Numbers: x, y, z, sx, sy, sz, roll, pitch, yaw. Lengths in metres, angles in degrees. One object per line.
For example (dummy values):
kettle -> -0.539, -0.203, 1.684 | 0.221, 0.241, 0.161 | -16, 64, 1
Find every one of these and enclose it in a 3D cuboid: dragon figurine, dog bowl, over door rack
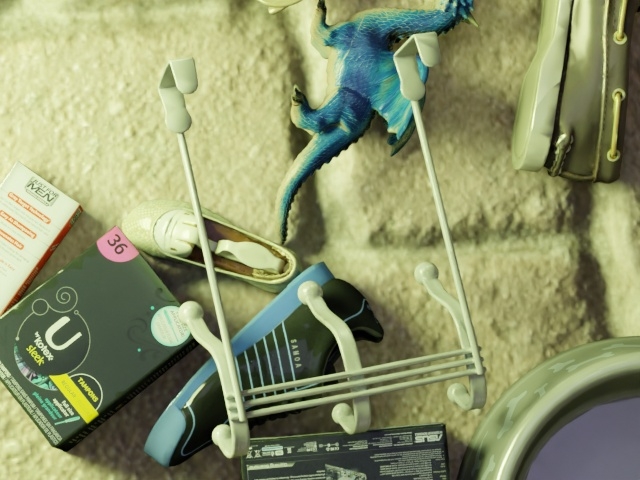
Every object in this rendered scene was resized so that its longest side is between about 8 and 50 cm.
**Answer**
dragon figurine -> 0.050, -0.128, 1.761 | 0.144, 0.085, 0.289 | 15, 81, 1
dog bowl -> 0.290, 0.250, 1.711 | 0.348, 0.102, 0.349 | 0, 83, -1
over door rack -> 0.000, 0.000, 1.660 | 0.239, 0.108, 0.324 | -9, 91, -21

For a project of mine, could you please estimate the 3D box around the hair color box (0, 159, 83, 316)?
hair color box -> -0.279, 0.008, 1.753 | 0.072, 0.043, 0.141 | 35, 84, 3

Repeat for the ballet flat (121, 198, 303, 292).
ballet flat -> -0.094, 0.000, 1.756 | 0.168, 0.052, 0.057 | 16, 82, 1

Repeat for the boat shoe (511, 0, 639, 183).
boat shoe -> 0.249, -0.212, 1.768 | 0.096, 0.116, 0.324 | 12, 86, -5

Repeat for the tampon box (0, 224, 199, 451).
tampon box -> -0.198, 0.087, 1.716 | 0.161, 0.101, 0.120 | -39, 86, -7

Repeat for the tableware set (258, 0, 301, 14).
tableware set -> -0.035, -0.285, 1.793 | 0.141, 0.020, 0.168 | -41, 65, -12

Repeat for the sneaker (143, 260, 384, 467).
sneaker -> -0.047, 0.125, 1.726 | 0.090, 0.081, 0.232 | 44, 82, 11

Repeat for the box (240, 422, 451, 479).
box -> 0.024, 0.237, 1.715 | 0.180, 0.077, 0.147 | -5, 83, -2
